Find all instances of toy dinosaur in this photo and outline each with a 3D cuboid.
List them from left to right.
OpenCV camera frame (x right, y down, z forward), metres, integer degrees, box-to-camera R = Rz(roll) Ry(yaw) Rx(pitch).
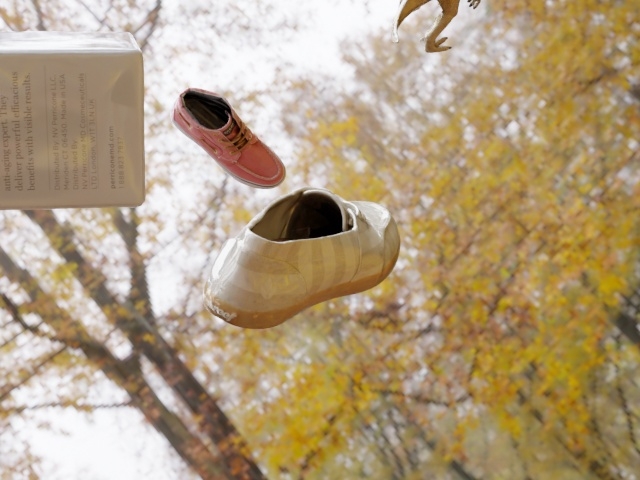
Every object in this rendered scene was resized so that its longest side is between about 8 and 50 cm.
[{"bbox_3d":[0.079,-0.174,0.799,0.183,0.053,0.092,-45,-14,-28],"label":"toy dinosaur"}]

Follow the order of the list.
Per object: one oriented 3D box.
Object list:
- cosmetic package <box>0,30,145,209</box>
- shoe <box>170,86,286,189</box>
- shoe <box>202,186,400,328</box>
[{"bbox_3d":[-0.412,-0.126,1.210,0.454,0.230,0.161,-1,-76,-11],"label":"cosmetic package"},{"bbox_3d":[-0.117,-0.132,1.550,0.063,0.178,0.081,-55,6,-13],"label":"shoe"},{"bbox_3d":[0.000,0.000,0.790,0.219,0.077,0.058,-28,-45,-60],"label":"shoe"}]
